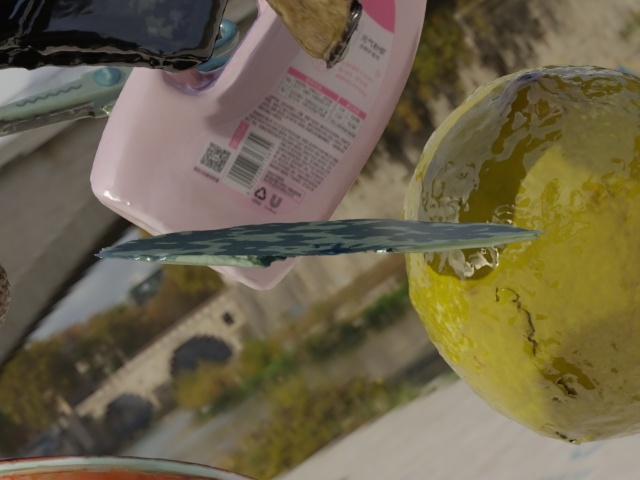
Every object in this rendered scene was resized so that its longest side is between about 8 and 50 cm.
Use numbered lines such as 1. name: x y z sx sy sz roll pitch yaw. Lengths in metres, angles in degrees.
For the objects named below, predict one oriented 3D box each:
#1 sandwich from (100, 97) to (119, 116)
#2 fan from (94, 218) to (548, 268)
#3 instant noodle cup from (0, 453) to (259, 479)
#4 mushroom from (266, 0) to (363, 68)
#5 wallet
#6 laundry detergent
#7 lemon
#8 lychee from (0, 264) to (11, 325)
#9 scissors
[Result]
1. sandwich: -0.130 -0.093 1.233 0.083 0.044 0.031 -15 31 -30
2. fan: 0.000 0.000 0.862 0.240 0.009 0.131 -3 10 -7
3. instant noodle cup: -0.093 0.219 0.678 0.193 0.212 0.193 -2 -26 -1
4. mushroom: 0.008 -0.155 0.549 0.209 0.094 0.072 -59 -4 38
5. wallet: -0.107 -0.231 0.943 0.044 0.170 0.321 71 -151 -54
6. laundry detergent: -0.010 -0.142 1.031 0.335 0.159 0.088 -61 9 -5
7. lemon: 0.185 0.009 1.165 0.260 0.260 0.284 -36 -39 3
8. lychee: -0.353 0.052 1.527 0.114 0.114 0.146 -36 -2 -26
9. scissors: -0.199 -0.150 1.581 0.289 0.138 0.041 -19 -39 -17
